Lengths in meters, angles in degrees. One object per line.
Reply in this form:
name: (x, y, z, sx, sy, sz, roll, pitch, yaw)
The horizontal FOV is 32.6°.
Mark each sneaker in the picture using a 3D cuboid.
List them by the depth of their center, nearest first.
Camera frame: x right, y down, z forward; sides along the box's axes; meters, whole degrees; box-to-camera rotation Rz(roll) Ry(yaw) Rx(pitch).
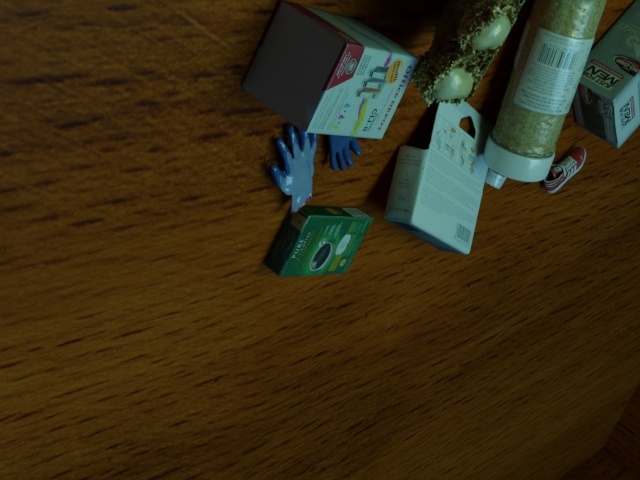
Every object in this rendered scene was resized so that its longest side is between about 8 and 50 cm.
sneaker: (0.506, -0.155, 2.273, 0.118, 0.042, 0.067, -50, 154, 0)

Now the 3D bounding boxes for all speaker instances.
speaker: (0.343, -0.164, 2.023, 0.055, 0.055, 0.136, 11, 114, -58)

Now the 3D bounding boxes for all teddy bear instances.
teddy bear: (0.211, -0.308, 1.536, 0.338, 0.113, 0.245, -59, 179, -42)

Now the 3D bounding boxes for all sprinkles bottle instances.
sprinkles bottle: (0.382, -0.279, 1.861, 0.121, 0.121, 0.355, -18, 132, -45)

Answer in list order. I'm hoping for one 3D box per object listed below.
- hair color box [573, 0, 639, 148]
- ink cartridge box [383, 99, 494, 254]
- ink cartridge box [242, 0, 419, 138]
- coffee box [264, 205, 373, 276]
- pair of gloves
hair color box: (0.657, -0.384, 2.166, 0.374, 0.113, 0.185, -48, 150, -8)
ink cartridge box: (0.212, -0.119, 1.889, 0.275, 0.060, 0.239, 25, 76, -60)
ink cartridge box: (0.016, -0.219, 1.431, 0.176, 0.127, 0.128, -4, 125, -54)
coffee box: (0.000, 0.000, 1.733, 0.184, 0.040, 0.113, -2, 124, -54)
pair of gloves: (0.000, -0.137, 1.603, 0.198, 0.023, 0.159, -43, 148, -24)
